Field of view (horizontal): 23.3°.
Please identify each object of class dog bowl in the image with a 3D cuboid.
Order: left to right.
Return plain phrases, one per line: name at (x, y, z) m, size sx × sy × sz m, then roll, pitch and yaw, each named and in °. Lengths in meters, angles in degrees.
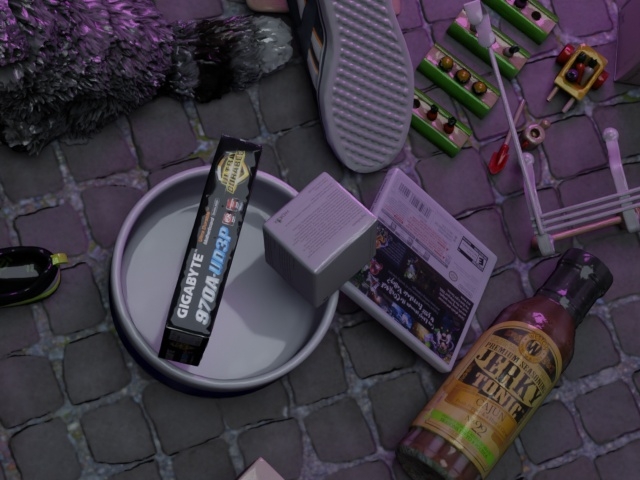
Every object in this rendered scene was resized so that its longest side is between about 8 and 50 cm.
dog bowl at (-0.116, 0.051, 1.820) m, size 0.265 × 0.104 × 0.264 m, roll 3°, pitch 76°, yaw -11°

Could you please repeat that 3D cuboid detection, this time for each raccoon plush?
raccoon plush at (-0.240, -0.270, 1.773) m, size 0.446 × 0.299 × 0.216 m, roll -20°, pitch 81°, yaw -15°

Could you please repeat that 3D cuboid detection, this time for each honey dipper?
honey dipper at (0.342, -0.015, 1.966) m, size 0.161 × 0.030 × 0.030 m, roll -17°, pitch 80°, yaw -11°

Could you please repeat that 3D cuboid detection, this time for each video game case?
video game case at (0.118, 0.036, 1.858) m, size 0.190 × 0.022 × 0.173 m, roll 40°, pitch 59°, yaw -26°

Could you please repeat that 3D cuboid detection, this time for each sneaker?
sneaker at (-0.406, 0.046, 1.769) m, size 0.235 × 0.097 × 0.084 m, roll -17°, pitch 80°, yaw -14°
sneaker at (0.034, -0.248, 1.904) m, size 0.126 × 0.127 × 0.321 m, roll -14°, pitch 112°, yaw -17°

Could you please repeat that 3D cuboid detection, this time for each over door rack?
over door rack at (0.338, -0.167, 1.881) m, size 0.240 × 0.108 × 0.324 m, roll -16°, pitch 93°, yaw 13°

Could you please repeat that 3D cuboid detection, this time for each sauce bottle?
sauce bottle at (0.227, 0.152, 1.858) m, size 0.111 × 0.111 × 0.344 m, roll 39°, pitch 70°, yaw 0°

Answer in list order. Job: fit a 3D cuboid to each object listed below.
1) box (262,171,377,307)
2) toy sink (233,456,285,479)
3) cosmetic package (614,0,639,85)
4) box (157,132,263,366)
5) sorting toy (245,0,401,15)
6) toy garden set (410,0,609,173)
box at (0.000, 0.000, 1.739) m, size 0.102 × 0.101 × 0.087 m, roll -41°, pitch 71°, yaw -17°
toy sink at (-0.102, 0.383, 1.728) m, size 0.153 × 0.131 × 0.234 m, roll 43°, pitch 68°, yaw 2°
cosmetic package at (0.553, -0.252, 1.995) m, size 0.310 × 0.160 × 0.113 m, roll 8°, pitch 76°, yaw -8°
box at (-0.120, 0.015, 1.681) m, size 0.051 × 0.175 × 0.220 m, roll 16°, pitch 74°, yaw -5°
sorting toy at (-0.001, -0.378, 1.987) m, size 0.208 × 0.038 × 0.193 m, roll 1°, pitch 76°, yaw -15°
toy garden set at (0.238, -0.205, 1.979) m, size 0.204 × 0.049 × 0.244 m, roll 38°, pitch 73°, yaw 0°
